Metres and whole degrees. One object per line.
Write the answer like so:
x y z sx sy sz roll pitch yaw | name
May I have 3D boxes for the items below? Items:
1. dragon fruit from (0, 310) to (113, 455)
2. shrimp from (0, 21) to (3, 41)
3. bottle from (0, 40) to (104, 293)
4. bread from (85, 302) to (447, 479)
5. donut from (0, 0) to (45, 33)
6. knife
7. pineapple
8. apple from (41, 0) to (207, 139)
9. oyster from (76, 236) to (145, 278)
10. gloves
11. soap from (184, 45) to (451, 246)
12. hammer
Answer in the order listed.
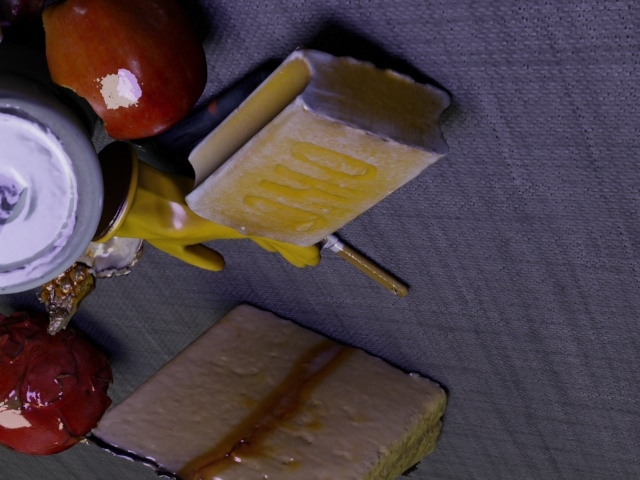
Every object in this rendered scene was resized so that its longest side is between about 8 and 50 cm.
-0.461 0.228 1.984 0.241 0.241 0.252 4 157 31 | dragon fruit
-0.366 -0.248 1.152 0.101 0.042 0.190 8 146 41 | shrimp
-0.342 -0.099 1.328 0.229 0.229 0.352 37 -174 -20 | bottle
-0.064 0.278 1.682 0.345 0.405 0.242 31 141 14 | bread
-0.369 -0.309 1.200 0.269 0.103 0.270 20 150 12 | donut
0.000 0.001 1.495 0.256 0.022 0.046 35 153 -16 | knife
-0.377 0.088 1.834 0.114 0.114 0.077 4 163 38 | pineapple
-0.190 -0.188 1.211 0.147 0.156 0.158 -9 125 30 | apple
-0.374 -0.038 1.664 0.345 0.078 0.129 11 126 25 | oyster
-0.122 -0.015 1.428 0.294 0.116 0.133 19 -174 -34 | gloves
-0.008 -0.088 1.262 0.173 0.089 0.274 17 153 -23 | soap
-0.125 -0.137 1.355 0.137 0.037 0.290 37 148 -23 | hammer
